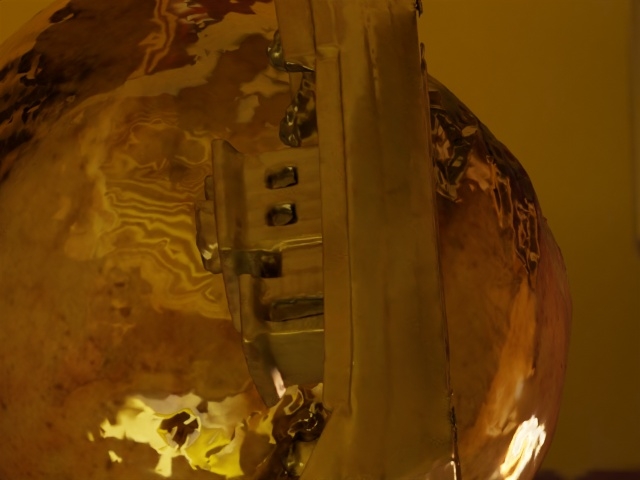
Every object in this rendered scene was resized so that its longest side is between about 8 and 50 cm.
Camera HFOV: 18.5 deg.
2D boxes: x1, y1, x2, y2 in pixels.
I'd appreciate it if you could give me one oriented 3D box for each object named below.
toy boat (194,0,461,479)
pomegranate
[{"bbox_3d":[0.000,0.000,0.569,0.064,0.072,0.206,79,-172,-50],"label":"toy boat"},{"bbox_3d":[-0.036,0.026,0.898,0.322,0.322,0.322,-1,-90,-72],"label":"pomegranate"}]
